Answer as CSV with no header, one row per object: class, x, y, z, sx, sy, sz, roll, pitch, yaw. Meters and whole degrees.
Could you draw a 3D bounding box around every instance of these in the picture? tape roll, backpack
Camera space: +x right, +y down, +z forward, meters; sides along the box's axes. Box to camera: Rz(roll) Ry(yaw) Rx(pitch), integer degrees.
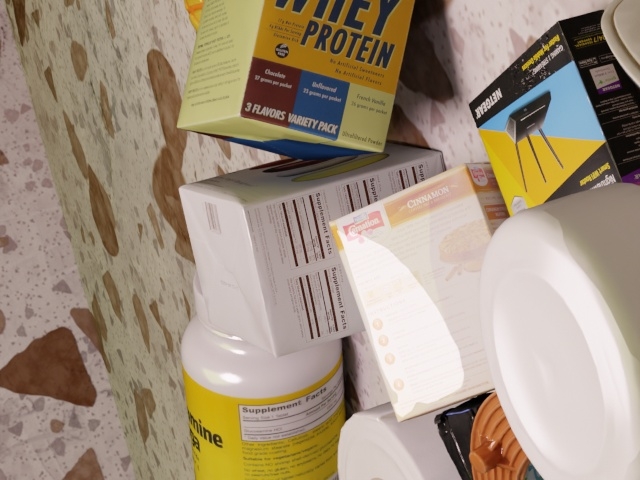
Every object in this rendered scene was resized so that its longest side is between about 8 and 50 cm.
tape roll,0.120,0.292,1.593,0.286,0.100,0.286,164,90,-71
backpack,0.169,0.188,1.397,0.114,0.084,0.105,66,159,3

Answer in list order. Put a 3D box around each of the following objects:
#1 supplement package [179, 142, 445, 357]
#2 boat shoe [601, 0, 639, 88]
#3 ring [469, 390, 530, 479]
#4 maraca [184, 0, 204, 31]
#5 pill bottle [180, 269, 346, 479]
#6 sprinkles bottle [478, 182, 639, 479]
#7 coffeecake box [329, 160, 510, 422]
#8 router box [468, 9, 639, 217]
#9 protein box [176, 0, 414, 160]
supplement package,0.000,0.000,1.529,0.194,0.203,0.149,-162,59,-66
boat shoe,0.265,-0.077,0.917,0.254,0.095,0.079,35,168,42
ring,0.224,0.263,1.236,0.336,0.032,0.336,45,152,32
maraca,-0.087,-0.292,1.699,0.127,0.099,0.185,44,119,45
pill bottle,-0.066,0.178,1.869,0.188,0.188,0.333,-132,32,-51
sprinkles bottle,0.244,0.003,0.644,0.121,0.355,0.121,164,90,-70
coffeecake box,0.108,0.044,1.363,0.142,0.068,0.185,-23,81,29
router box,0.184,-0.078,1.204,0.179,0.046,0.133,135,116,-68
protein box,-0.020,-0.187,1.423,0.200,0.136,0.201,-178,101,-70
